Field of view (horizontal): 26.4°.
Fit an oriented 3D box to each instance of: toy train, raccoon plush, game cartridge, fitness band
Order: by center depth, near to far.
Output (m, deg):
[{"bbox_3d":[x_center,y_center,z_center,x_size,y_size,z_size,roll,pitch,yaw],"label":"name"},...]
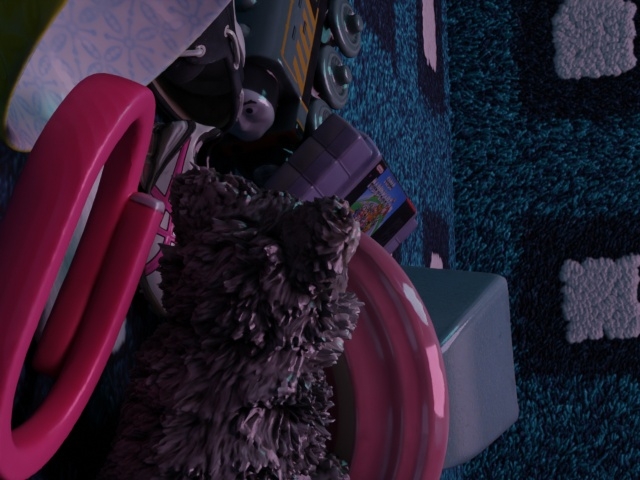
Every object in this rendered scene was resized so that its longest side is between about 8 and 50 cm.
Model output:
[{"bbox_3d":[-0.177,0.026,0.953,0.209,0.054,0.291,50,60,-82],"label":"fitness band"},{"bbox_3d":[-0.075,0.147,1.017,0.446,0.216,0.299,-79,176,-59],"label":"raccoon plush"},{"bbox_3d":[-0.051,-0.216,1.561,0.190,0.142,0.334,57,33,-42],"label":"toy train"},{"bbox_3d":[0.000,0.000,1.575,0.068,0.230,0.355,48,1,20],"label":"game cartridge"}]

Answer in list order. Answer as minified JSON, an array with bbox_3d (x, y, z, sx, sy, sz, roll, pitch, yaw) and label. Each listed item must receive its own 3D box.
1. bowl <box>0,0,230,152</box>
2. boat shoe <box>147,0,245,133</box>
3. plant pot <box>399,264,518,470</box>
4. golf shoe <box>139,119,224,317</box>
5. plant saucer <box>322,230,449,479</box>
[{"bbox_3d":[-0.164,-0.216,0.940,0.156,0.289,0.289,44,14,5],"label":"bowl"},{"bbox_3d":[-0.124,-0.185,1.256,0.302,0.114,0.091,52,34,-68],"label":"boat shoe"},{"bbox_3d":[0.115,0.201,1.955,0.252,0.247,0.247,-40,129,-51],"label":"plant pot"},{"bbox_3d":[-0.129,-0.021,1.268,0.067,0.086,0.186,24,65,-77],"label":"golf shoe"},{"bbox_3d":[-0.027,0.144,1.287,0.084,0.332,0.332,-5,93,-42],"label":"plant saucer"}]
